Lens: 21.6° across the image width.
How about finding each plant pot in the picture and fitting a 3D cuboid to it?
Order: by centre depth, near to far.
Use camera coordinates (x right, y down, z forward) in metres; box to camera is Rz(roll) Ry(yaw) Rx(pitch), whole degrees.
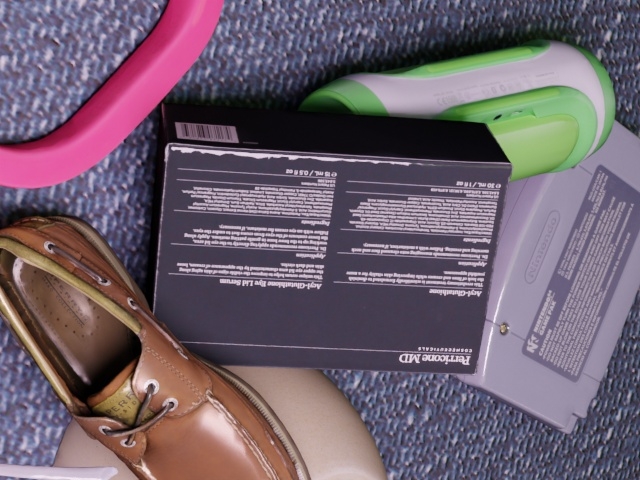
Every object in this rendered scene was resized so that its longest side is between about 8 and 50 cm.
[{"bbox_3d":[-0.051,0.223,1.353,0.284,0.191,0.284,-11,108,-38],"label":"plant pot"}]

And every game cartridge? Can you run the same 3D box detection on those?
[{"bbox_3d":[0.238,0.024,1.648,0.198,0.062,0.297,29,81,-37],"label":"game cartridge"}]

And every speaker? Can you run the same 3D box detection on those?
[{"bbox_3d":[0.121,-0.100,1.465,0.296,0.131,0.131,-15,110,-38],"label":"speaker"}]

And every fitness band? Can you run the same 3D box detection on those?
[{"bbox_3d":[-0.187,-0.172,1.234,0.291,0.054,0.209,-49,130,-20],"label":"fitness band"}]

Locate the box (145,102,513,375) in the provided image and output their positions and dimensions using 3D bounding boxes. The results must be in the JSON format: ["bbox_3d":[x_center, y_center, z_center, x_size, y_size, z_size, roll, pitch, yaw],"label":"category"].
[{"bbox_3d":[0.000,0.000,1.302,0.261,0.103,0.184,3,112,-10],"label":"box"}]

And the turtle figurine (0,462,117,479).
[{"bbox_3d":[-0.285,0.181,1.122,0.266,0.198,0.275,-44,107,-13],"label":"turtle figurine"}]

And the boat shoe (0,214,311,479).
[{"bbox_3d":[-0.134,0.112,1.204,0.111,0.307,0.104,-47,172,12],"label":"boat shoe"}]
